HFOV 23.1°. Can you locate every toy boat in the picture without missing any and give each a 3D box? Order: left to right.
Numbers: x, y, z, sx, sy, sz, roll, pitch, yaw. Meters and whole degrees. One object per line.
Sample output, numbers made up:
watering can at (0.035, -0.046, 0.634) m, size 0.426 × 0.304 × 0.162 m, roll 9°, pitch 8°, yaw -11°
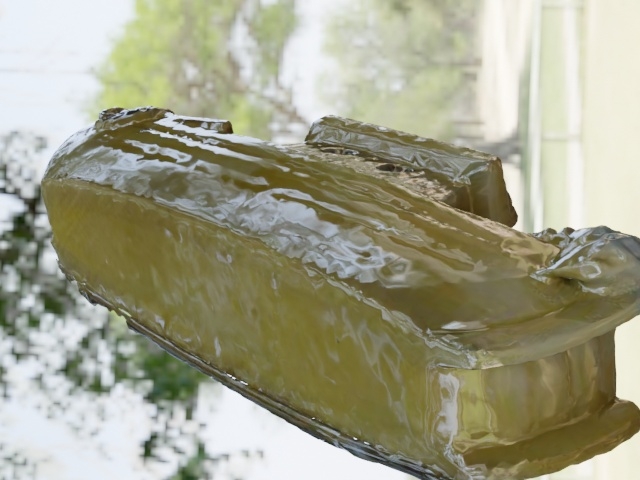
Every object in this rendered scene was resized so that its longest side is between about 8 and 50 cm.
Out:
toy boat at (0.000, 0.000, 0.629) m, size 0.121 × 0.321 × 0.089 m, roll -29°, pitch -58°, yaw -32°
